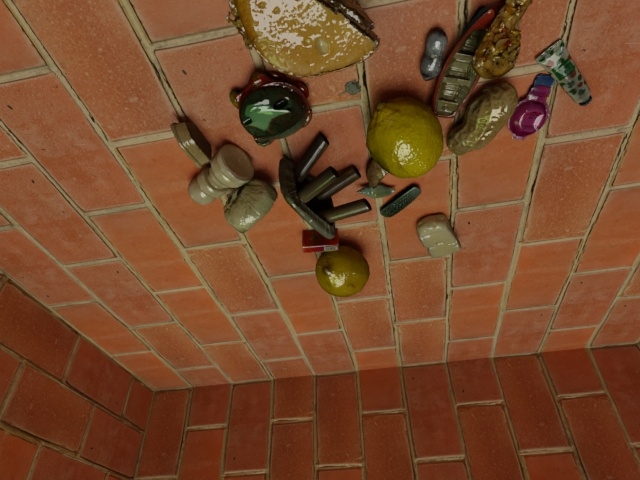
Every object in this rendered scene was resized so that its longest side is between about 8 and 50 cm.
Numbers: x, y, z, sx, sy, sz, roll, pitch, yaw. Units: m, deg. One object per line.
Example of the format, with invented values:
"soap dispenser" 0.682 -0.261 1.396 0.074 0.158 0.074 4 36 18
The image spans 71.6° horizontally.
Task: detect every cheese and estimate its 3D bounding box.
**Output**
"cheese" 0.563 -0.021 2.130 0.159 0.092 0.263 -24 134 20
"cheese" 0.769 -0.480 1.612 0.155 0.062 0.244 3 126 -10

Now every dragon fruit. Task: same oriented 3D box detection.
"dragon fruit" -0.173 -0.462 1.558 0.296 0.129 0.268 3 145 -6

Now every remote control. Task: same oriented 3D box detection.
"remote control" 0.356 -0.173 1.978 0.072 0.042 0.222 25 134 -28

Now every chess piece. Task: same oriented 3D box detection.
"chess piece" -0.424 -0.245 1.790 0.300 0.166 0.167 -29 133 34

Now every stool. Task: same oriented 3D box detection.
"stool" 0.015 -0.214 1.734 0.226 0.310 0.310 -34 132 20

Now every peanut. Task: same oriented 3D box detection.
"peanut" 0.579 -0.429 1.611 0.153 0.140 0.325 32 137 -9

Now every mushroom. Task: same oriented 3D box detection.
"mushroom" 0.241 -0.300 1.797 0.094 0.072 0.210 40 129 -5

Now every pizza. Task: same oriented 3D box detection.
"pizza" 0.586 -0.622 1.379 0.251 0.074 0.287 7 116 -60

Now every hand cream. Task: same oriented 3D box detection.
"hand cream" 0.849 -0.563 1.522 0.276 0.059 0.095 32 127 -28

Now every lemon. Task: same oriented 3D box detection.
"lemon" 0.298 -0.364 1.578 0.268 0.268 0.322 -31 137 30
"lemon" 0.105 0.151 2.182 0.258 0.257 0.310 -28 157 28

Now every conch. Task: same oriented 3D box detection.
"conch" 0.236 -0.205 1.918 0.180 0.065 0.088 0 139 -11

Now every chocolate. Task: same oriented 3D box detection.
"chocolate" 0.367 -0.602 1.446 0.072 0.072 0.166 0 138 -2

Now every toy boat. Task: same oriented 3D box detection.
"toy boat" -0.479 -0.373 1.659 0.061 0.116 0.188 -19 140 14
"toy boat" 0.471 -0.582 1.466 0.136 0.079 0.391 6 140 -6

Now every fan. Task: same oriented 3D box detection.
"fan" 0.102 -0.532 1.570 0.083 0.004 0.056 -24 136 24

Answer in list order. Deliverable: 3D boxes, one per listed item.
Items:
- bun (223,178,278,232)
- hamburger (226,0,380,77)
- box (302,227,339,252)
"bun" -0.299 -0.158 1.830 0.152 0.259 0.259 41 126 -17
"hamburger" -0.082 -0.623 1.252 0.446 0.268 0.287 21 133 -30
"box" 0.000 0.001 2.120 0.176 0.112 0.048 -3 140 3
